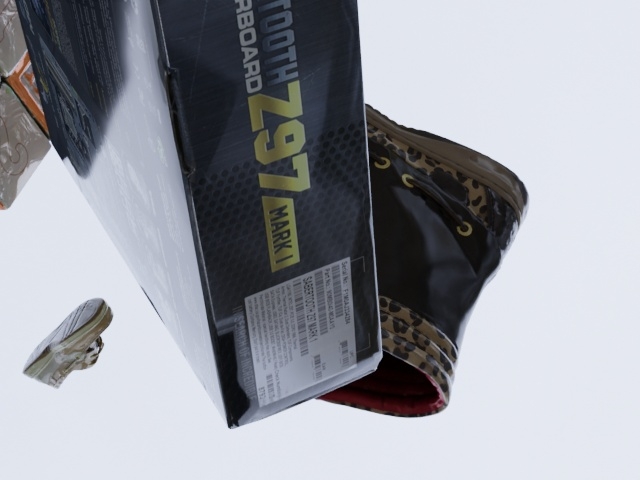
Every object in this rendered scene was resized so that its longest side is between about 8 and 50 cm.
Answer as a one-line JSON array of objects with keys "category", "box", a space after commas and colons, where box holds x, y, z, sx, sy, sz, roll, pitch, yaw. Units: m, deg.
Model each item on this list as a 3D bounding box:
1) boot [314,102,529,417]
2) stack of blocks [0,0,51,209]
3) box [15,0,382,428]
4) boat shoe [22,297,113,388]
[{"category": "boot", "box": [0.000, 0.000, 1.294, 0.377, 0.138, 0.284, 21, -129, 1]}, {"category": "stack of blocks", "box": [-0.251, -0.145, 0.568, 0.171, 0.297, 0.087, 4, -127, 33]}, {"category": "box", "box": [-0.052, -0.086, 0.393, 0.059, 0.233, 0.183, -21, -138, -19]}, {"category": "boat shoe", "box": [-0.225, 0.097, 1.219, 0.135, 0.045, 0.050, -35, -155, 42]}]
